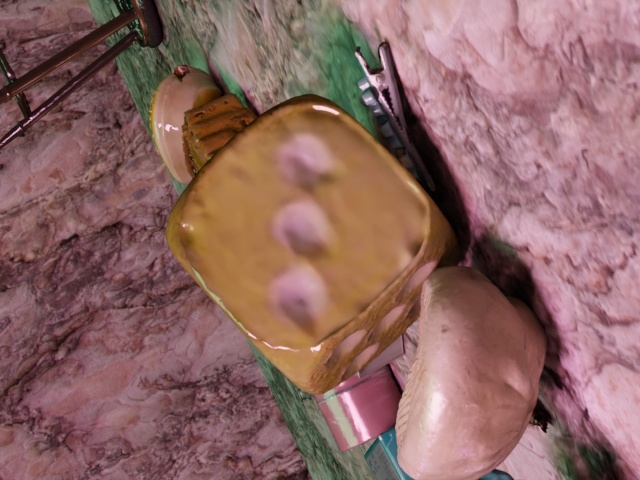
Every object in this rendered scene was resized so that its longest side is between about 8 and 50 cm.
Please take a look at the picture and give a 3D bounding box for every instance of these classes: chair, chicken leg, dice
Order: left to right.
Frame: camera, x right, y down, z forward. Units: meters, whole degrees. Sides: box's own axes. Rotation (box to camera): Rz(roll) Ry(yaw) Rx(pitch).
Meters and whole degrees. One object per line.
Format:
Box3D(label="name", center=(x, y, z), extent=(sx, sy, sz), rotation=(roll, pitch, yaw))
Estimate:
Box3D(label="chair", center=(-0.554, -0.443, 2.661), extent=(0.364, 0.410, 0.362), rotation=(63, 170, 4))
Box3D(label="dice", center=(-0.006, 0.006, 1.440), extent=(0.238, 0.233, 0.227), rotation=(47, 177, 15))
Box3D(label="chicken leg", center=(0.223, 0.179, 1.452), extent=(0.036, 0.021, 0.083), rotation=(60, 179, -38))

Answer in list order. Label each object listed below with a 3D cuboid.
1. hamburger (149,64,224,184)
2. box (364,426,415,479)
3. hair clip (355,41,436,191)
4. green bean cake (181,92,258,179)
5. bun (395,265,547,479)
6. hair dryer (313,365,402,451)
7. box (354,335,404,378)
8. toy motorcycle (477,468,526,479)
Box3D(label="hamburger", center=(-0.228, -0.201, 2.375), extent=(0.116, 0.173, 0.210), rotation=(14, 144, 25))
Box3D(label="box", center=(0.147, 0.353, 2.026), extent=(0.153, 0.092, 0.245), rotation=(61, 170, 12))
Box3D(label="hair clip", center=(0.075, -0.125, 1.396), extent=(0.173, 0.049, 0.049), rotation=(65, 170, -20))
Box3D(label="green bean cake", center=(-0.124, -0.095, 2.179), extent=(0.224, 0.131, 0.229), rotation=(53, 162, 36))
Box3D(label="bun", center=(0.151, 0.132, 1.329), extent=(0.231, 0.133, 0.231), rotation=(8, -90, -89))
Box3D(label="hair dryer", center=(0.039, 0.221, 2.209), extent=(0.210, 0.125, 0.352), rotation=(64, 176, 5))
Box3D(label="box", center=(0.029, 0.070, 1.950), extent=(0.225, 0.086, 0.129), rotation=(56, 167, 33))
Box3D(label="toy motorcycle", center=(0.231, 0.299, 1.296), extent=(0.198, 0.109, 0.296), rotation=(39, 171, -32))
